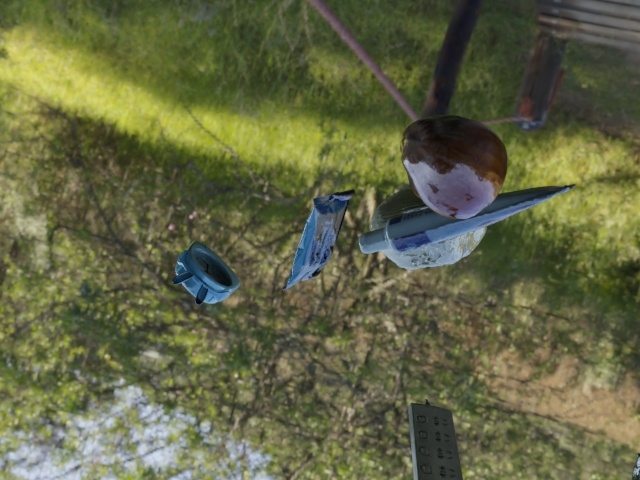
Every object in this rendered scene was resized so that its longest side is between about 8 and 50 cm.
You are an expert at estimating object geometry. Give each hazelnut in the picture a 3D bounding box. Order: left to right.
[{"bbox_3d":[0.097,-0.057,0.559,0.086,0.086,0.086,16,178,1],"label":"hazelnut"}]

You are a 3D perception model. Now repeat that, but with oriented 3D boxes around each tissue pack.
[{"bbox_3d":[0.000,0.000,0.961,0.028,0.138,0.085,31,-151,26],"label":"tissue pack"}]

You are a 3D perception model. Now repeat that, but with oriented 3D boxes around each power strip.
[{"bbox_3d":[0.151,0.280,0.994,0.060,0.027,0.252,10,-157,-1],"label":"power strip"}]

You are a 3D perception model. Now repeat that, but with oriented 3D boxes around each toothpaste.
[{"bbox_3d":[0.135,-0.022,0.721,0.216,0.037,0.062,-16,-176,25],"label":"toothpaste"}]

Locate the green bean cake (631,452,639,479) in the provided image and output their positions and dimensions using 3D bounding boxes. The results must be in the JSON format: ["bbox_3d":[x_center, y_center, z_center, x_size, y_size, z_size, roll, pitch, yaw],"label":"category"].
[{"bbox_3d":[0.654,0.459,1.322,0.173,0.094,0.181,13,-179,6],"label":"green bean cake"}]

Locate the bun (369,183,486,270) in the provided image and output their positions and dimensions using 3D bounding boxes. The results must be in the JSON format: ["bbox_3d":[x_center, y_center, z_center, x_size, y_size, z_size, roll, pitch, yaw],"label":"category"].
[{"bbox_3d":[0.199,-0.020,1.393,0.220,0.220,0.134,15,136,41],"label":"bun"}]

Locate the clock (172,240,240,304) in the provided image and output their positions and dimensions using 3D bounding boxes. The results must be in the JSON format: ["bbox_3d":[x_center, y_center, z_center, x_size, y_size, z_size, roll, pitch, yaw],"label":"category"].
[{"bbox_3d":[-0.191,0.058,1.214,0.108,0.045,0.147,44,-167,-2],"label":"clock"}]
